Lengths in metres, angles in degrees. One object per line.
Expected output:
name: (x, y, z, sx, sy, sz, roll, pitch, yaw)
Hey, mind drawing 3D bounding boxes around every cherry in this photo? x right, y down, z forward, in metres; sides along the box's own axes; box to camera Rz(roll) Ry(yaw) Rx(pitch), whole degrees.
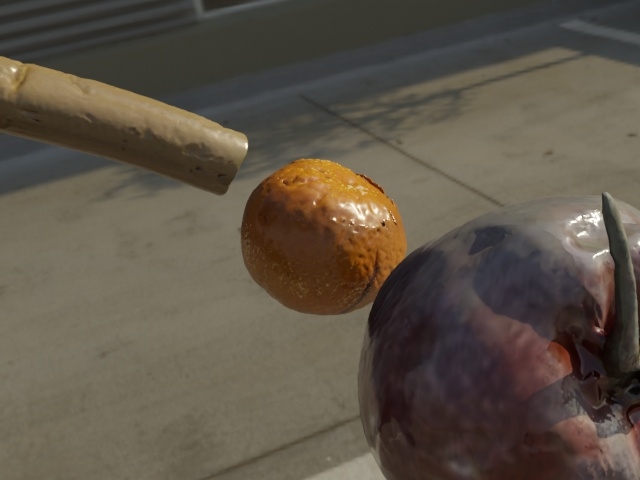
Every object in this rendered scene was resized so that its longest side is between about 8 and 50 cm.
cherry: (0.188, 0.096, 0.736, 0.326, 0.291, 0.335, -29, 10, 11)

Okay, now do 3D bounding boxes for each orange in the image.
orange: (0.000, 0.000, 0.979, 0.193, 0.161, 0.193, 15, 26, -8)

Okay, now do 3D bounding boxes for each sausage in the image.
sausage: (-0.209, -0.101, 0.683, 0.301, 0.066, 0.066, 14, 20, -17)
